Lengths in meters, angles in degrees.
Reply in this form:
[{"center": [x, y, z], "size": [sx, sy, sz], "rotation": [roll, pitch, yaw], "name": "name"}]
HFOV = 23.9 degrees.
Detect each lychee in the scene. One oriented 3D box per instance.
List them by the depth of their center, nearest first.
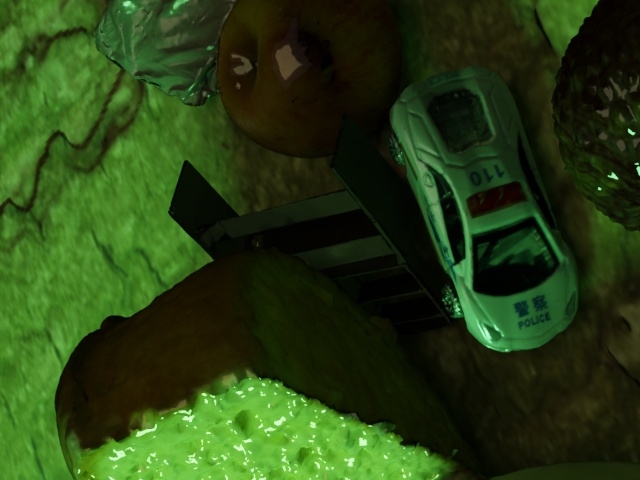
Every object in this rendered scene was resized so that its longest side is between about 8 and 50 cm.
[{"center": [0.235, -0.083, 0.926], "size": [0.194, 0.194, 0.194], "rotation": [1, 92, 33], "name": "lychee"}]

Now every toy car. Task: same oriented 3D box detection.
[{"center": [0.116, -0.023, 1.048], "size": [0.095, 0.056, 0.205], "rotation": [-17, 78, -10], "name": "toy car"}]

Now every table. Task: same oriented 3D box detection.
[{"center": [0.000, 0.000, 1.111], "size": [0.146, 0.175, 0.062], "rotation": [-13, 45, 32], "name": "table"}]

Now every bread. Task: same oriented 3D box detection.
[{"center": [-0.040, 0.112, 1.051], "size": [0.194, 0.340, 0.179], "rotation": [-36, 48, 21], "name": "bread"}]

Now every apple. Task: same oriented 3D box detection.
[{"center": [-0.010, -0.131, 1.108], "size": [0.146, 0.146, 0.146], "rotation": [1, 92, 33], "name": "apple"}]

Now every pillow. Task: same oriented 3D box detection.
[{"center": [-0.098, -0.236, 1.210], "size": [0.135, 0.049, 0.248], "rotation": [35, 112, 23], "name": "pillow"}]

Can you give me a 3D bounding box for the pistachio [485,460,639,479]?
[{"center": [0.169, 0.236, 0.983], "size": [0.293, 0.162, 0.181], "rotation": [-19, 68, 31], "name": "pistachio"}]
